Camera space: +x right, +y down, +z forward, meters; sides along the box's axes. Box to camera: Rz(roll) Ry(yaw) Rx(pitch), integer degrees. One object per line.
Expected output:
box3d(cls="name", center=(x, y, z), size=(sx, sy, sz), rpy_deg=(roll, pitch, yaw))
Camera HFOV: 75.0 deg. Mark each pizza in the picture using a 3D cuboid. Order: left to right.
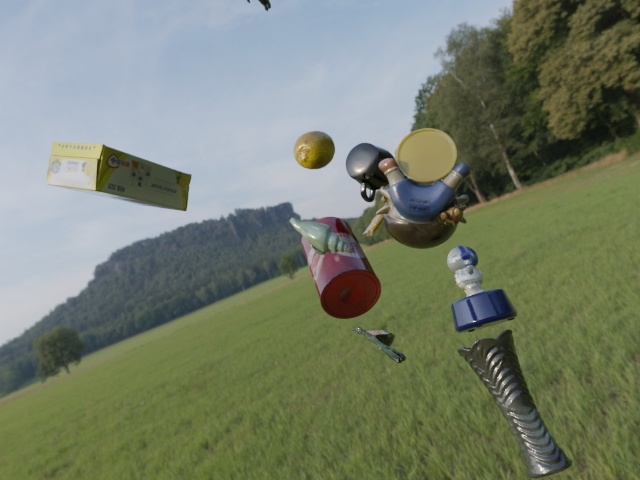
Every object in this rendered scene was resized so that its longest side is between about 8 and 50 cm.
box3d(cls="pizza", center=(0.248, -0.077, 1.876), size=(0.181, 0.034, 0.262), rpy_deg=(-55, 0, -26))

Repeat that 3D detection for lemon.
box3d(cls="lemon", center=(-0.027, -0.392, 1.813), size=(0.170, 0.170, 0.207), rpy_deg=(-27, 3, 46))

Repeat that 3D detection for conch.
box3d(cls="conch", center=(0.003, -0.007, 1.027), size=(0.065, 0.180, 0.088), rpy_deg=(-58, -22, -13))

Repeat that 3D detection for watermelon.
box3d(cls="watermelon", center=(0.238, 0.389, 1.698), size=(0.245, 0.119, 0.063), rpy_deg=(99, -166, -82))

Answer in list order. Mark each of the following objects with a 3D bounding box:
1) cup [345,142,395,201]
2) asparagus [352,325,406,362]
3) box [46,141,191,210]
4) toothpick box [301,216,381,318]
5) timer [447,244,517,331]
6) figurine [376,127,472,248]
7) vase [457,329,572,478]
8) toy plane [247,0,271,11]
box3d(cls="cup", center=(0.193, -0.265, 1.627), size=(0.169, 0.223, 0.176), rpy_deg=(6, -4, 31))
box3d(cls="asparagus", center=(0.132, 0.244, 1.006), size=(0.022, 0.023, 0.233), rpy_deg=(14, 1, -23))
box3d(cls="box", center=(-0.454, -0.143, 0.970), size=(0.168, 0.097, 0.265), rpy_deg=(9, -2, 24))
box3d(cls="toothpick box", center=(0.061, 0.084, 1.438), size=(0.204, 0.204, 0.333), rpy_deg=(-22, 36, 0))
box3d(cls="timer", center=(0.687, 0.201, 1.888), size=(0.270, 0.383, 0.270), rpy_deg=(-12, -19, -4))
box3d(cls="figurine", center=(0.187, -0.071, 0.757), size=(0.161, 0.158, 0.275), rpy_deg=(11, -15, 13))
box3d(cls="vase", center=(0.356, 0.295, 0.765), size=(0.115, 0.237, 0.115), rpy_deg=(-17, -24, -8))
box3d(cls="toy plane", center=(-0.210, -0.783, 1.281), size=(0.226, 0.058, 0.226), rpy_deg=(-17, -23, 20))
